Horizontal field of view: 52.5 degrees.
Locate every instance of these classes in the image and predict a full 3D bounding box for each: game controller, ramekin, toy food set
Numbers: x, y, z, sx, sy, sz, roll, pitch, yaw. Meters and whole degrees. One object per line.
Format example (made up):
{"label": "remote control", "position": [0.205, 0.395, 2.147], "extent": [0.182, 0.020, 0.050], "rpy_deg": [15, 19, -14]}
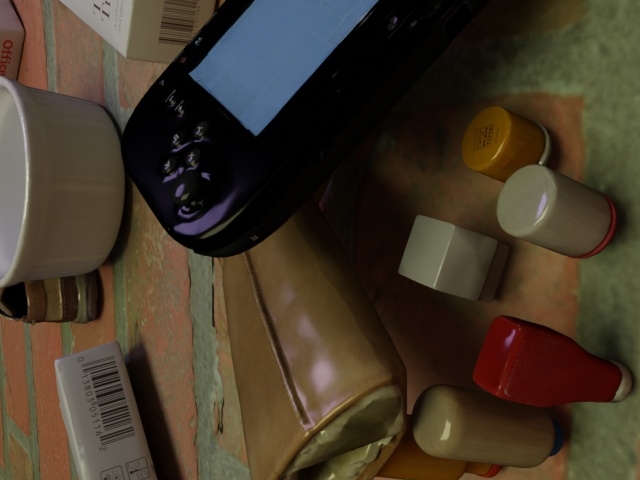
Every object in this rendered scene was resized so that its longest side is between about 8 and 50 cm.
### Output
{"label": "game controller", "position": [0.007, -0.138, 0.380], "extent": [0.319, 0.067, 0.166], "rpy_deg": [-47, 55, 3]}
{"label": "ramekin", "position": [-0.381, -0.075, 0.895], "extent": [0.277, 0.135, 0.278], "rpy_deg": [0, 89, 49]}
{"label": "toy food set", "position": [0.115, 0.048, 0.385], "extent": [0.111, 0.104, 0.233], "rpy_deg": [21, 94, 61]}

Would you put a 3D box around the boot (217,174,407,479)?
{"label": "boot", "position": [0.000, 0.000, 0.426], "extent": [0.236, 0.089, 0.270], "rpy_deg": [-65, 29, 30]}

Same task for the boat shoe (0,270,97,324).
{"label": "boat shoe", "position": [-0.471, 0.073, 1.054], "extent": [0.324, 0.116, 0.123], "rpy_deg": [-2, 93, 51]}

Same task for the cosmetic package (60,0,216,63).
{"label": "cosmetic package", "position": [-0.188, -0.409, 0.662], "extent": [0.284, 0.097, 0.378], "rpy_deg": [42, 126, 42]}

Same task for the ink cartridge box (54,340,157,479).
{"label": "ink cartridge box", "position": [-0.302, 0.352, 0.947], "extent": [0.308, 0.091, 0.385], "rpy_deg": [67, 155, 18]}

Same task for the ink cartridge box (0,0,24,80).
{"label": "ink cartridge box", "position": [-0.686, -0.325, 1.129], "extent": [0.117, 0.282, 0.207], "rpy_deg": [55, 133, 25]}
